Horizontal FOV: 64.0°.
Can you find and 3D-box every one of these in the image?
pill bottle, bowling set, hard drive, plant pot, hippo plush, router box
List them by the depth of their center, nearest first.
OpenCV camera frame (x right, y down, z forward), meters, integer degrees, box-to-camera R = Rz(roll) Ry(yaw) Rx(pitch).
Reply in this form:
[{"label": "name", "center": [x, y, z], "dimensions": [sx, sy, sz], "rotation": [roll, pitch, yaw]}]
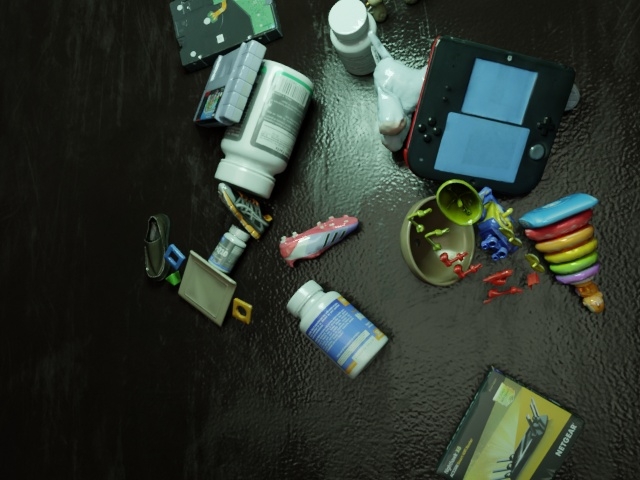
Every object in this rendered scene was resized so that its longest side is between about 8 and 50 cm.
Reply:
[{"label": "router box", "center": [0.477, 0.519, 1.304], "dimensions": [0.243, 0.081, 0.308], "rotation": [28, 92, 16]}, {"label": "plant pot", "center": [0.291, 0.002, 1.370], "dimensions": [0.237, 0.110, 0.237], "rotation": [1, 88, -30]}, {"label": "hippo plush", "center": [0.270, -0.400, 1.387], "dimensions": [0.237, 0.234, 0.294], "rotation": [-6, 90, 10]}, {"label": "pill bottle", "center": [0.041, 0.238, 1.416], "dimensions": [0.272, 0.152, 0.152], "rotation": [42, 96, 15]}, {"label": "pill bottle", "center": [0.099, -0.573, 1.445], "dimensions": [0.131, 0.229, 0.131], "rotation": [-2, 83, 15]}, {"label": "bowling set", "center": [0.232, -0.791, 1.472], "dimensions": [0.287, 0.154, 0.199], "rotation": [-27, 78, 10]}, {"label": "pill bottle", "center": [-0.170, -0.320, 1.504], "dimensions": [0.204, 0.204, 0.361], "rotation": [21, 89, 16]}, {"label": "pill bottle", "center": [-0.275, 0.025, 1.561], "dimensions": [0.078, 0.078, 0.137], "rotation": [33, 93, 16]}, {"label": "hard drive", "center": [-0.308, -0.715, 1.657], "dimensions": [0.339, 0.064, 0.236], "rotation": [-17, 80, 14]}]

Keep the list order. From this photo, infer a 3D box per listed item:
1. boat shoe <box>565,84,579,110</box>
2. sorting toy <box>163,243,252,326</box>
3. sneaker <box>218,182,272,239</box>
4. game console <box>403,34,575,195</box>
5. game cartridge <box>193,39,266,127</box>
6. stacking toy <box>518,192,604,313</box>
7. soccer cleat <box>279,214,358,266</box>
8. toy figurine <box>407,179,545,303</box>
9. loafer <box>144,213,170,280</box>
[{"label": "boat shoe", "center": [0.542, -0.430, 1.380], "dimensions": [0.302, 0.109, 0.094], "rotation": [18, 45, 7]}, {"label": "sorting toy", "center": [-0.337, 0.144, 1.556], "dimensions": [0.348, 0.047, 0.196], "rotation": [34, 124, 16]}, {"label": "sneaker", "center": [-0.225, -0.099, 1.518], "dimensions": [0.083, 0.215, 0.084], "rotation": [-41, 39, -5]}, {"label": "game console", "center": [0.421, -0.300, 1.289], "dimensions": [0.387, 0.060, 0.341], "rotation": [8, 112, -13]}, {"label": "game cartridge", "center": [-0.282, -0.447, 1.507], "dimensions": [0.355, 0.068, 0.230], "rotation": [19, 85, 61]}, {"label": "stacking toy", "center": [0.639, 0.047, 1.292], "dimensions": [0.166, 0.175, 0.301], "rotation": [-23, 92, 6]}, {"label": "soccer cleat", "center": [0.000, 0.000, 1.500], "dimensions": [0.248, 0.083, 0.095], "rotation": [-20, 109, 7]}, {"label": "toy figurine", "center": [0.408, -0.041, 1.330], "dimensions": [0.362, 0.217, 0.191], "rotation": [43, 128, -14]}, {"label": "loafer", "center": [-0.531, 0.020, 1.630], "dimensions": [0.080, 0.078, 0.220], "rotation": [-5, 83, 15]}]
